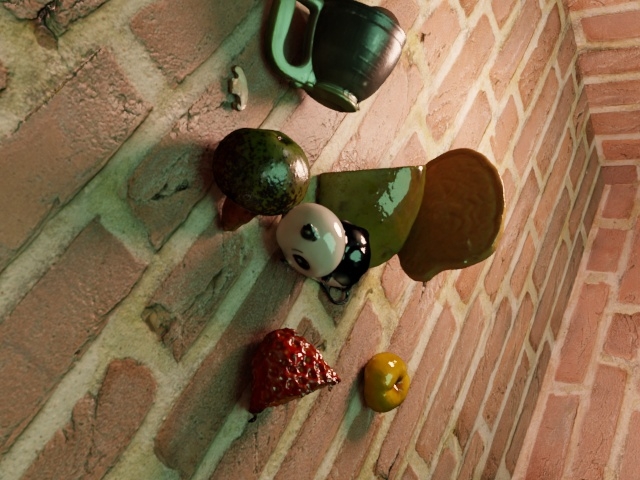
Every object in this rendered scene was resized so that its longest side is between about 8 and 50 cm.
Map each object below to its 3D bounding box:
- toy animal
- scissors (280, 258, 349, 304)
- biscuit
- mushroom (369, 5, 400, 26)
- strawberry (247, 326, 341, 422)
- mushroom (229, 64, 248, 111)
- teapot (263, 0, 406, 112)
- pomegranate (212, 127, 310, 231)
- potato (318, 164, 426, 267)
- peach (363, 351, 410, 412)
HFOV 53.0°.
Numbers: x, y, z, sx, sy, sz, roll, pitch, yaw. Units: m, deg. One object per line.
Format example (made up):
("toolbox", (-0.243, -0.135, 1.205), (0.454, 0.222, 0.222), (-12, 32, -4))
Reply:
("toy animal", (-0.002, 0.008, 1.527), (0.235, 0.187, 0.165), (25, 95, -47))
("scissors", (-0.007, 0.091, 1.669), (0.300, 0.022, 0.109), (28, 67, -50))
("biscuit", (0.352, -0.085, 1.835), (0.062, 0.364, 0.385), (38, 36, -45))
("mushroom", (0.154, -0.577, 1.763), (0.188, 0.117, 0.141), (-12, 91, -47))
("strawberry", (-0.085, 0.300, 1.496), (0.233, 0.233, 0.178), (-2, 66, -52))
("mushroom", (-0.180, -0.334, 1.410), (0.049, 0.019, 0.101), (-1, 91, -53))
("teapot", (0.040, -0.444, 1.522), (0.321, 0.239, 0.240), (26, 85, -56))
("pomegranate", (-0.144, -0.119, 1.364), (0.214, 0.214, 0.248), (13, 119, -52))
("potato", (0.168, -0.060, 1.731), (0.330, 0.212, 0.280), (-9, 100, -50))
("peach", (0.194, 0.416, 1.892), (0.179, 0.103, 0.179), (-9, 102, -48))
